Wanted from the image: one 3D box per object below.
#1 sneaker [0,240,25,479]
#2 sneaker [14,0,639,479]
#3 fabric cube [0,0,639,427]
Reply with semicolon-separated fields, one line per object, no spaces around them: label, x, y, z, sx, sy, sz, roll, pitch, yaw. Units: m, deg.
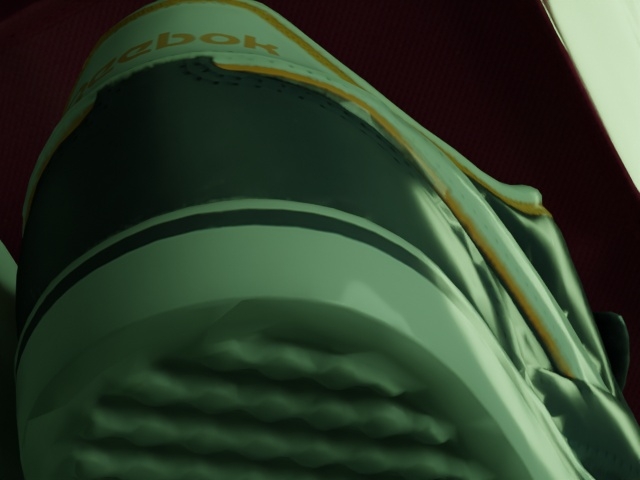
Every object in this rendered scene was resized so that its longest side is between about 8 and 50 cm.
sneaker;-0.076;0.157;0.454;0.236;0.130;0.323;68;1;-46
sneaker;0.031;0.074;0.469;0.127;0.126;0.321;-99;167;-47
fabric cube;0.000;0.000;0.640;0.259;0.254;0.258;61;17;-16
